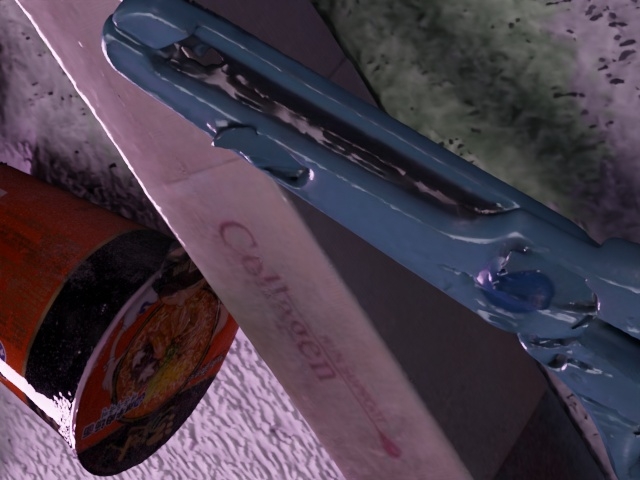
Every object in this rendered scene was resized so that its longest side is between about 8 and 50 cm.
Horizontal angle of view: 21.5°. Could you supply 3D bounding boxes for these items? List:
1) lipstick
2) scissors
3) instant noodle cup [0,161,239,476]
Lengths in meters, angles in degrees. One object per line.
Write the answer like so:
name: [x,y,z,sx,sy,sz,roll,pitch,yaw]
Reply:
lipstick: [0.000,0.000,0.724,0.076,0.080,0.371,-13,119,44]
scissors: [0.091,0.015,0.639,0.393,0.032,0.180,31,137,-11]
instant noodle cup: [-0.127,0.029,0.827,0.135,0.127,0.127,30,140,23]
